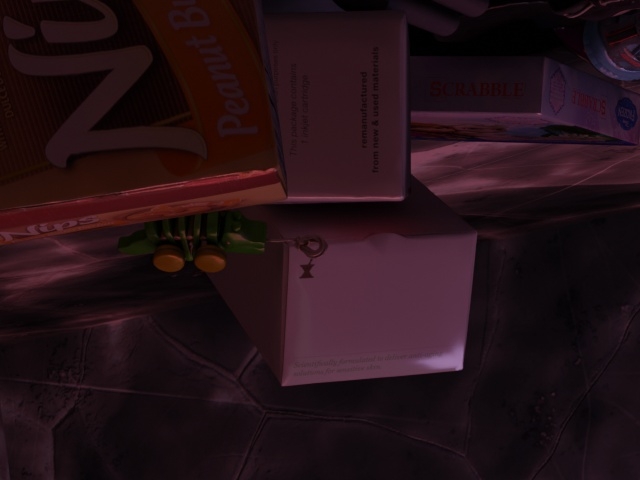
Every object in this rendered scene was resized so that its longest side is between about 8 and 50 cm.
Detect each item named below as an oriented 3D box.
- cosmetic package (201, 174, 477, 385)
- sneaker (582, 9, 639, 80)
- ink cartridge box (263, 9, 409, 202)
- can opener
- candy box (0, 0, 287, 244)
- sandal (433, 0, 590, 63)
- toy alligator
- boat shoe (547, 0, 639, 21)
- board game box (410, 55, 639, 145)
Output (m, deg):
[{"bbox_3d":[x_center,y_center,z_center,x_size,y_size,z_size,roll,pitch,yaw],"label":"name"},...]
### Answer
[{"bbox_3d":[0.000,0.000,1.699,0.197,0.155,0.365,-3,-158,-17],"label":"cosmetic package"},{"bbox_3d":[0.389,-0.227,1.598,0.262,0.104,0.125,-26,-178,-14],"label":"sneaker"},{"bbox_3d":[-0.113,-0.113,1.473,0.385,0.160,0.279,0,-177,4],"label":"ink cartridge box"},{"bbox_3d":[0.058,-0.225,1.484,0.074,0.093,0.280,-28,162,30],"label":"can opener"},{"bbox_3d":[-0.130,-0.167,0.894,0.183,0.316,0.087,-9,171,2],"label":"candy box"},{"bbox_3d":[0.327,-0.221,1.731,0.446,0.107,0.167,-7,171,-17],"label":"sandal"},{"bbox_3d":[-0.090,-0.008,1.471,0.190,0.056,0.051,0,143,6],"label":"toy alligator"},{"bbox_3d":[0.254,-0.234,1.471,0.065,0.075,0.206,-10,177,-8],"label":"boat shoe"},{"bbox_3d":[0.164,-0.157,1.884,0.319,0.066,0.318,3,179,30],"label":"board game box"}]
